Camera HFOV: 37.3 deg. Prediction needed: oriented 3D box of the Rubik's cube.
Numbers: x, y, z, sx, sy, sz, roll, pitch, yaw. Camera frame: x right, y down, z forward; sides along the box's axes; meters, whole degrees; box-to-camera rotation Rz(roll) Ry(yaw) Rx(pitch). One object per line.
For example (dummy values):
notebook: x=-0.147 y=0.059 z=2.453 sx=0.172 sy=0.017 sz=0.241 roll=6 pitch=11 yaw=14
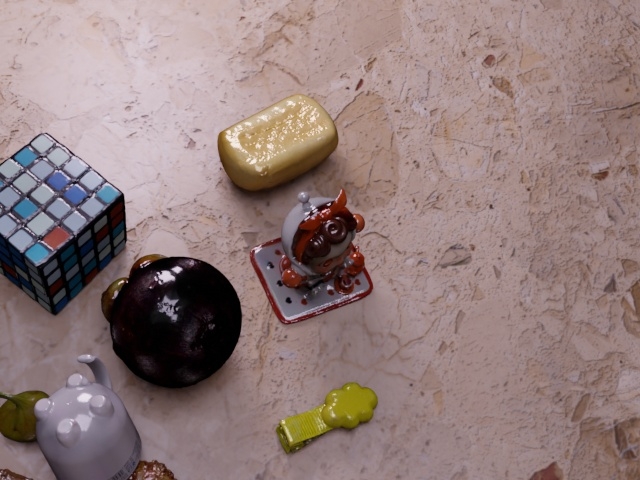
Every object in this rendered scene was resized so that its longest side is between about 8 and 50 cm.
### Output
Rubik's cube: x=-0.435 y=-0.027 z=1.514 sx=0.184 sy=0.182 sz=0.187 roll=38 pitch=63 yaw=12

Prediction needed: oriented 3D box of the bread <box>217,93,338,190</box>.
bread: x=-0.077 y=-0.168 z=1.698 sx=0.217 sy=0.098 sz=0.147 roll=-26 pitch=68 yaw=-24

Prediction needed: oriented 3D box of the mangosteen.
mangosteen: x=-0.246 y=0.116 z=1.476 sx=0.250 sy=0.211 sz=0.211 roll=17 pitch=55 yaw=36

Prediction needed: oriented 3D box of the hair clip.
hair clip: x=0.014 y=0.276 z=1.506 sx=0.173 sy=0.046 sz=0.072 roll=-19 pitch=71 yaw=-20

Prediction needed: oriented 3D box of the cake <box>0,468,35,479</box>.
cake: x=-0.474 y=0.388 z=1.320 sx=0.135 sy=0.134 sz=0.147 roll=18 pitch=70 yaw=1

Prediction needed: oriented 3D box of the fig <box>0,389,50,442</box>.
fig: x=-0.437 y=0.256 z=1.410 sx=0.084 sy=0.098 sz=0.082 roll=22 pitch=59 yaw=4

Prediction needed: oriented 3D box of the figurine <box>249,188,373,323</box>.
figurine: x=0.000 y=0.000 z=1.548 sx=0.183 sy=0.226 sz=0.160 roll=-19 pitch=66 yaw=-19

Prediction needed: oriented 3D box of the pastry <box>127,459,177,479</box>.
pastry: x=-0.234 y=0.393 z=1.390 sx=0.087 sy=0.063 sz=0.169 roll=-28 pitch=69 yaw=-18

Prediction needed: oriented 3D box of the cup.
cup: x=-0.332 y=0.260 z=1.382 sx=0.134 sy=0.142 sz=0.173 roll=18 pitch=51 yaw=25
